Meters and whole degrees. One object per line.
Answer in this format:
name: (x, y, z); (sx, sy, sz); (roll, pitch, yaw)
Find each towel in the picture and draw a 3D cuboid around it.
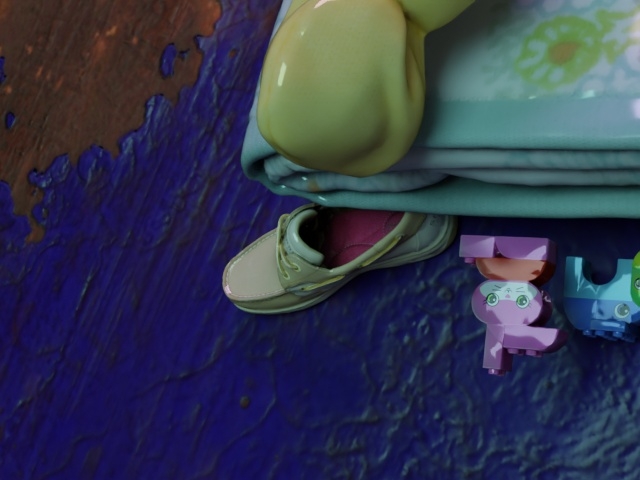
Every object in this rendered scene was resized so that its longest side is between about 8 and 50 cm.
towel: (0.149, -0.167, 0.641); (0.374, 0.090, 0.320); (4, 66, 33)

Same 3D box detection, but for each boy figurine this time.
boy figurine: (0.052, -0.163, 0.584); (0.177, 0.092, 0.285); (8, 70, 35)

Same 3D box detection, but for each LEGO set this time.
LEGO set: (0.187, 0.054, 0.584); (0.227, 0.087, 0.093); (2, 81, 28)

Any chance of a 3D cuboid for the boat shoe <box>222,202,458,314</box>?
boat shoe: (0.000, 0.000, 0.737); (0.170, 0.059, 0.063); (-23, 65, 27)
